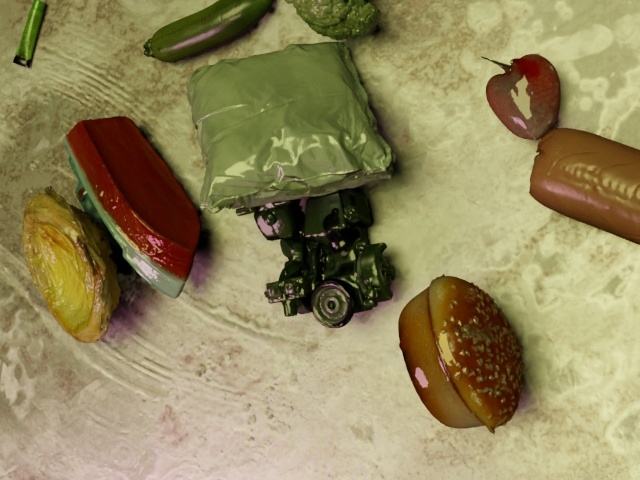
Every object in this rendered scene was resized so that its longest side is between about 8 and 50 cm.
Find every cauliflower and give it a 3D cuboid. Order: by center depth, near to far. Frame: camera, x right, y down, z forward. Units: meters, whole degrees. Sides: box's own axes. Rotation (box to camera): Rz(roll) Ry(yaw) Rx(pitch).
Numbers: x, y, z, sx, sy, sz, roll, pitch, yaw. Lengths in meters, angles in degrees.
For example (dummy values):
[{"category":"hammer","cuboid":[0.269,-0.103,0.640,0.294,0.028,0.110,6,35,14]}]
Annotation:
[{"category":"cauliflower","cuboid":[0.025,-0.468,1.874,0.250,0.275,0.272,-14,40,-11]}]

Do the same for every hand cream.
[{"category":"hand cream","cuboid":[-0.525,-0.375,2.219,0.036,0.023,0.122,19,95,16]}]

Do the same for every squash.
[{"category":"squash","cuboid":[-0.189,-0.349,2.023,0.258,0.069,0.069,-21,75,24]}]

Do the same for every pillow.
[{"category":"pillow","cuboid":[-0.061,-0.176,1.826,0.283,0.138,0.310,-14,49,-2]}]

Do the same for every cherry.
[{"category":"cherry","cuboid":[0.290,-0.205,1.753,0.106,0.087,0.126,-4,94,28]}]

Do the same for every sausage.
[{"category":"sausage","cuboid":[0.421,-0.061,1.652,0.304,0.121,0.121,24,95,29]}]

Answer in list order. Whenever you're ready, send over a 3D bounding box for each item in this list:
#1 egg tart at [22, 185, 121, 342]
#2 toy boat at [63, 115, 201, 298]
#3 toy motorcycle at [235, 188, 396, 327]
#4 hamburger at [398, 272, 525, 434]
[{"category":"egg tart","cuboid":[-0.405,0.038,2.030,0.279,0.095,0.279,35,137,41]},{"category":"toy boat","cuboid":[-0.307,-0.047,2.013,0.332,0.145,0.133,54,131,23]},{"category":"toy motorcycle","cuboid":[0.000,0.000,1.855,0.205,0.127,0.275,-14,81,28]},{"category":"hamburger","cuboid":[0.194,0.154,1.681,0.147,0.237,0.237,-22,74,12]}]
